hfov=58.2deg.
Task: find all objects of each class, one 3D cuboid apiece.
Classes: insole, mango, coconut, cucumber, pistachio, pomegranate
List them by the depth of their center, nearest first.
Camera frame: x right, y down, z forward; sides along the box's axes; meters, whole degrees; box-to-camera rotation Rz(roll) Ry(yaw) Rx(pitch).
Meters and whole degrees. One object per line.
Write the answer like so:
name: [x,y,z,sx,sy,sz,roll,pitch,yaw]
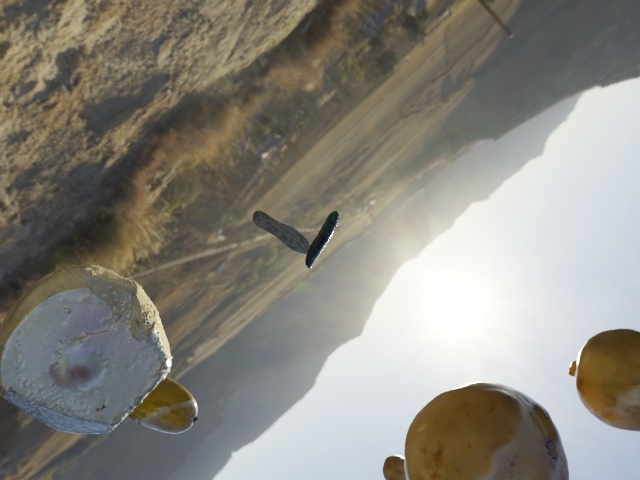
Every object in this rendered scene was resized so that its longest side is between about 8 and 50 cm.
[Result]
coconut: [-0.426,0.189,1.041,0.297,0.297,0.254,-40,-168,-12]
pomegranate: [0.327,0.449,1.185,0.342,0.342,0.342,-41,175,-5]
pomegranate: [0.669,0.304,1.251,0.233,0.233,0.233,-41,175,-5]
cucumber: [0.000,0.000,1.427,0.036,0.033,0.184,-37,162,-56]
insole: [-0.107,-0.022,1.602,0.006,0.193,0.065,-36,-152,48]
mango: [-0.514,0.461,1.720,0.142,0.332,0.195,-59,167,-1]
pistachio: [0.322,0.894,2.133,0.126,0.223,0.152,-45,173,34]
